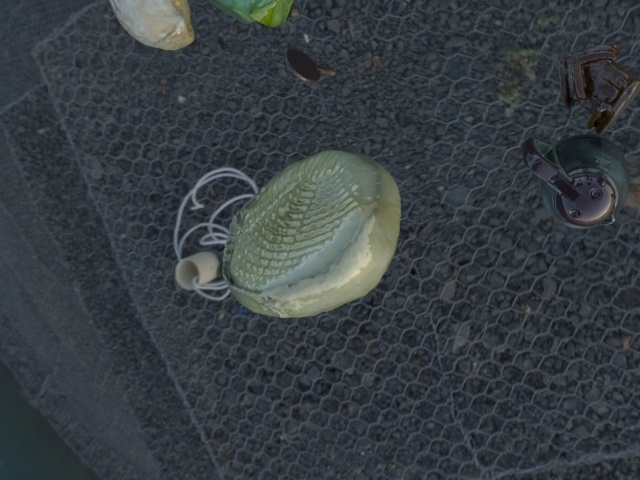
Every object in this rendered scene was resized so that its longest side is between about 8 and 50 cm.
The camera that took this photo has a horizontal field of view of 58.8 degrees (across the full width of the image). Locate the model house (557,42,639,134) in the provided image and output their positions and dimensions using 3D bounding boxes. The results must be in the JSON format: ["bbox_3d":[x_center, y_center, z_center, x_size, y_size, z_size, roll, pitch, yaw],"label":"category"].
[{"bbox_3d":[0.720,-0.419,1.510,0.229,0.199,0.219,46,133,20],"label":"model house"}]

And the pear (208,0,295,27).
[{"bbox_3d":[-0.145,-0.544,1.004,0.282,0.176,0.286,30,117,0],"label":"pear"}]

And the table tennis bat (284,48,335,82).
[{"bbox_3d":[0.004,-0.475,1.447,0.119,0.170,0.107,-38,68,39],"label":"table tennis bat"}]

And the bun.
[{"bbox_3d":[-0.001,0.004,1.077,0.364,0.364,0.202,-24,130,26],"label":"bun"}]

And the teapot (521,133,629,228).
[{"bbox_3d":[0.677,-0.170,1.532,0.315,0.312,0.233,38,120,5],"label":"teapot"}]

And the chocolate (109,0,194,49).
[{"bbox_3d":[-0.334,-0.471,0.994,0.134,0.134,0.309,-28,101,26],"label":"chocolate"}]
